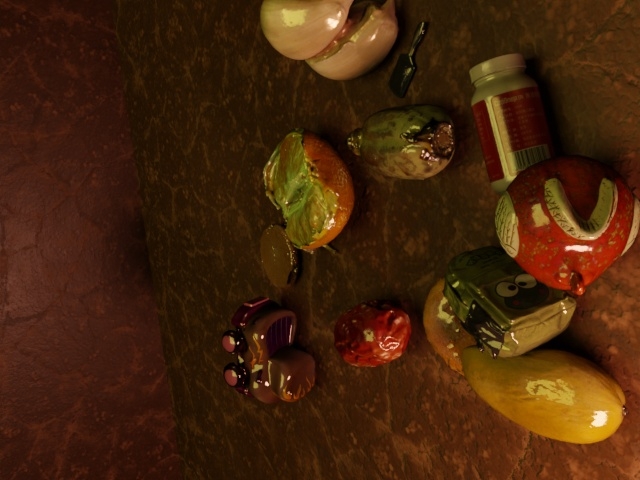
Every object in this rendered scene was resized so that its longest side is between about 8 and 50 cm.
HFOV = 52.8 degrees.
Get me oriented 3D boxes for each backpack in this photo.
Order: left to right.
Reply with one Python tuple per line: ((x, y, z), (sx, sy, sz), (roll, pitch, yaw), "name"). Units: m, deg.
((0.368, 0.119, 1.311), (0.253, 0.207, 0.140), (48, 149, 44), "backpack")

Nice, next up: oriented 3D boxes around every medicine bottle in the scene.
((0.369, -0.222, 1.246), (0.131, 0.131, 0.250), (-16, 87, 56), "medicine bottle")

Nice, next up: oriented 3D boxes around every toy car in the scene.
((-0.150, 0.365, 2.095), (0.240, 0.271, 0.341), (6, 106, 35), "toy car")

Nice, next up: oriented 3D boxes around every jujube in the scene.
((0.136, 0.245, 1.700), (0.250, 0.174, 0.174), (-39, 69, 56), "jujube")

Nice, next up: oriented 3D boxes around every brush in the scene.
((0.205, -0.426, 1.511), (0.063, 0.016, 0.193), (52, 139, 30), "brush")

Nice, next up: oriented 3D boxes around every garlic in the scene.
((0.016, -0.515, 1.560), (0.313, 0.249, 0.286), (36, 173, 46), "garlic")

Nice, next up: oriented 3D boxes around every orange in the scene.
((-0.030, -0.143, 1.786), (0.262, 0.196, 0.335), (-44, 68, 35), "orange")

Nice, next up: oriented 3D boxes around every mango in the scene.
((0.441, 0.304, 1.292), (0.331, 0.142, 0.195), (0, 121, 51), "mango")

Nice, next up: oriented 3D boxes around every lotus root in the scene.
((0.184, -0.232, 1.490), (0.309, 0.173, 0.173), (13, 111, 52), "lotus root")

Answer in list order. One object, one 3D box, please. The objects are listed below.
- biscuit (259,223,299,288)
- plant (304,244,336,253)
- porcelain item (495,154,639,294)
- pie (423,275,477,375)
((-0.134, 0.051, 2.129), (0.226, 0.042, 0.226), (26, 122, 50), "biscuit")
((0.000, 0.000, 1.915), (0.122, 0.104, 0.116), (36, 177, 4), "plant")
((0.431, -0.012, 1.116), (0.253, 0.252, 0.253), (23, 119, 50), "porcelain item")
((0.344, 0.202, 1.476), (0.273, 0.069, 0.274), (20, 119, 40), "pie")
